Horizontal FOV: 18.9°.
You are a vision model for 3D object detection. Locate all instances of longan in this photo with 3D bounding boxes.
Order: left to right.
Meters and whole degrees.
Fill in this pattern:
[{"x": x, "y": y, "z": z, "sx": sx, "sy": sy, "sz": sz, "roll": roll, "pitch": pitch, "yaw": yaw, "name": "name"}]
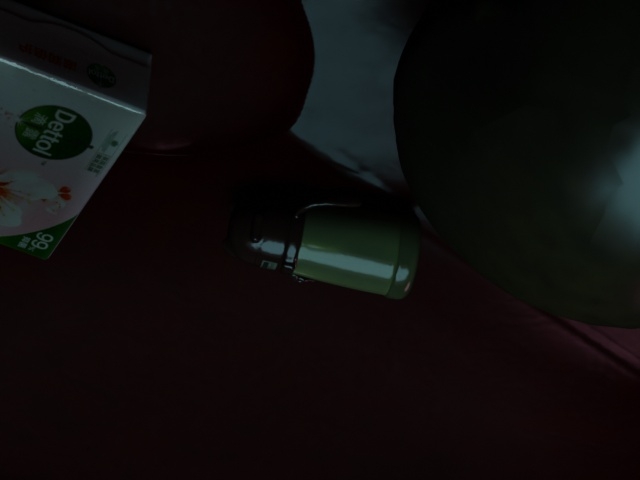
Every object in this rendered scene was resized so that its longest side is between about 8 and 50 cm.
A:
[{"x": 0.137, "y": -0.053, "z": 0.844, "sx": 0.212, "sy": 0.198, "sz": 0.198, "roll": -21, "pitch": 134, "yaw": 22, "name": "longan"}]

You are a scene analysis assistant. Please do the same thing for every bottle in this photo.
[{"x": 0.000, "y": -0.002, "z": 1.006, "sx": 0.101, "sy": 0.047, "sz": 0.063, "roll": 10, "pitch": 110, "yaw": -5, "name": "bottle"}]

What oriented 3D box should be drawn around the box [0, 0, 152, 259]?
[{"x": -0.148, "y": -0.054, "z": 0.944, "sx": 0.089, "sy": 0.043, "sz": 0.125, "roll": 19, "pitch": 135, "yaw": -21, "name": "box"}]
